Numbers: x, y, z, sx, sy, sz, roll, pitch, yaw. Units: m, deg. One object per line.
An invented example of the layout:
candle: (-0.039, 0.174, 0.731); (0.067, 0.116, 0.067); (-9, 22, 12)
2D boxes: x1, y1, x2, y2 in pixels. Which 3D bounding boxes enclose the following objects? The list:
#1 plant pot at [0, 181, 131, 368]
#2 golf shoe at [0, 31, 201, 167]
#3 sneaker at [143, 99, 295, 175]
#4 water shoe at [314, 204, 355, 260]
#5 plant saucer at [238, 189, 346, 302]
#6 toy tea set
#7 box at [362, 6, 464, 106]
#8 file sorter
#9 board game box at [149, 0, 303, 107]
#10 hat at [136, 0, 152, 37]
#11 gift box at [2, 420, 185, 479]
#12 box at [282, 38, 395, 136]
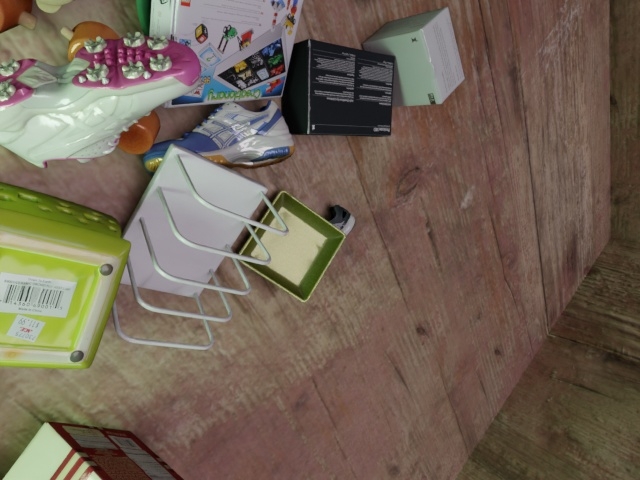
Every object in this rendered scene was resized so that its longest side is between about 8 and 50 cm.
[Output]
plant pot: (-0.412, 0.053, 0.592); (0.228, 0.207, 0.227); (20, 89, -41)
golf shoe: (-0.298, -0.181, 0.564); (0.306, 0.115, 0.140); (-10, 145, 4)
sneaker: (-0.195, -0.196, 0.800); (0.296, 0.111, 0.131); (-18, 91, -35)
water shoe: (0.000, 0.000, 1.039); (0.080, 0.073, 0.203); (42, 74, -10)
plant saucer: (-0.066, 0.014, 0.952); (0.188, 0.045, 0.188); (35, 77, -15)
toy tea set: (-0.369, -0.270, 0.610); (0.199, 0.124, 0.336); (-15, 136, -2)
box: (0.229, -0.439, 1.028); (0.119, 0.181, 0.181); (-46, 127, -24)
file sorter: (-0.211, 0.023, 0.716); (0.192, 0.173, 0.278); (21, 111, -42)
board game box: (-0.148, -0.335, 0.707); (0.305, 0.053, 0.193); (-33, 147, -54)
hat: (-0.269, -0.425, 0.650); (0.173, 0.183, 0.208); (-46, 165, -23)
gift box: (-0.399, 0.473, 0.689); (0.258, 0.276, 0.255); (-59, 148, -18)
box: (0.045, -0.331, 0.952); (0.261, 0.103, 0.185); (-10, 105, -39)
